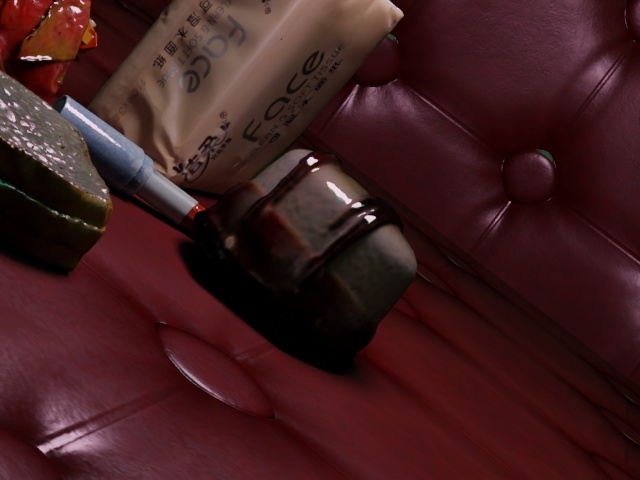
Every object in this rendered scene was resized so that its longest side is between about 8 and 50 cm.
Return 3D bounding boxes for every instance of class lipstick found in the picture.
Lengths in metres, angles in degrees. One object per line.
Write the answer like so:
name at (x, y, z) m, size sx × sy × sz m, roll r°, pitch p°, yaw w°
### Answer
lipstick at (-0.229, -0.080, 1.770) m, size 0.274 × 0.061 × 0.068 m, roll 38°, pitch 6°, yaw -27°

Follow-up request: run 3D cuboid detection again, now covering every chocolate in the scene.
chocolate at (0.000, 0.000, 1.733) m, size 0.283 × 0.186 × 0.283 m, roll 41°, pitch 13°, yaw -12°

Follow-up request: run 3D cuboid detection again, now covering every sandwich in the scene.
sandwich at (-0.338, -0.108, 1.395) m, size 0.271 × 0.099 × 0.301 m, roll 32°, pitch 10°, yaw -29°

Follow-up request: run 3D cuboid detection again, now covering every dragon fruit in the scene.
dragon fruit at (-0.460, -0.276, 1.701) m, size 0.330 × 0.240 × 0.302 m, roll 8°, pitch 51°, yaw -26°

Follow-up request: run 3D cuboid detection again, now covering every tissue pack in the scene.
tissue pack at (-0.102, -0.269, 2.092) m, size 0.205 × 0.405 × 0.332 m, roll 43°, pitch 11°, yaw 19°

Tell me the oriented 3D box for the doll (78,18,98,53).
doll at (-0.442, -0.383, 2.324) m, size 0.134 × 0.106 × 0.186 m, roll 27°, pitch -16°, yaw 43°
